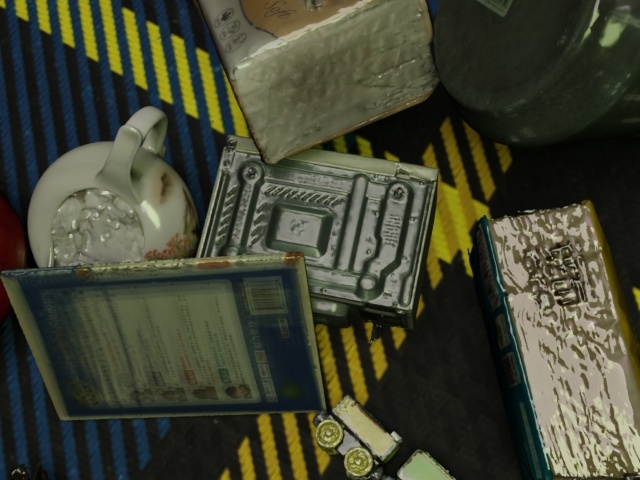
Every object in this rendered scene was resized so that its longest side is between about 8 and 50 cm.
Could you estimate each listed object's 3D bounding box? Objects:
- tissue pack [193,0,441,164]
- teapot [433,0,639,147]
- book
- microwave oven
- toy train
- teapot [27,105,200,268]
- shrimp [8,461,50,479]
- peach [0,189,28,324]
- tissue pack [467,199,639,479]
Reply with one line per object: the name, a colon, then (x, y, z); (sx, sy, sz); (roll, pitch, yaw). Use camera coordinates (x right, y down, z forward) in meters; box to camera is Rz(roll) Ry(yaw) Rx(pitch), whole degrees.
tissue pack: (-0.032, -0.276, 0.924); (0.238, 0.239, 0.306); (-24, 42, 1)
teapot: (0.290, -0.200, 0.861); (0.300, 0.344, 0.253); (21, 100, 55)
book: (-0.162, 0.111, 0.919); (0.322, 0.228, 0.018); (-2, 36, 6)
microwave oven: (0.000, 0.000, 0.951); (0.240, 0.145, 0.194); (10, 74, 9)
toy train: (0.079, 0.249, 0.919); (0.202, 0.060, 0.081); (41, 76, 14)
teapot: (-0.238, -0.019, 0.960); (0.204, 0.139, 0.298); (24, 108, 7)
shrimp: (-0.252, 0.396, 0.800); (0.272, 0.085, 0.445); (-49, 44, 28)
peach: (-0.451, 0.014, 0.971); (0.243, 0.199, 0.244); (-5, 72, 15)
tissue pack: (0.246, 0.113, 0.862); (0.134, 0.192, 0.271); (-12, 75, 6)
